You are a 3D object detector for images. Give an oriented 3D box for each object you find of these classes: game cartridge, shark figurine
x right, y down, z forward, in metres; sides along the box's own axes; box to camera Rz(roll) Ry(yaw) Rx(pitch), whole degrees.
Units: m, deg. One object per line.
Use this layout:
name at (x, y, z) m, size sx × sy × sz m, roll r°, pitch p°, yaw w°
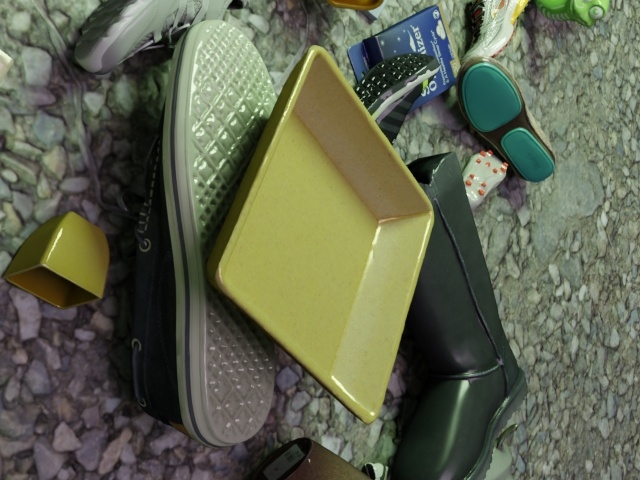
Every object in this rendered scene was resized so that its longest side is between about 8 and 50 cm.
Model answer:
game cartridge at (0.071, -0.387, 1.336) m, size 0.083 × 0.017 × 0.056 m, roll 44°, pitch 64°, yaw -33°
shark figurine at (0.267, 0.407, 1.382) m, size 0.116 × 0.166 × 0.278 m, roll 48°, pitch 46°, yaw 9°

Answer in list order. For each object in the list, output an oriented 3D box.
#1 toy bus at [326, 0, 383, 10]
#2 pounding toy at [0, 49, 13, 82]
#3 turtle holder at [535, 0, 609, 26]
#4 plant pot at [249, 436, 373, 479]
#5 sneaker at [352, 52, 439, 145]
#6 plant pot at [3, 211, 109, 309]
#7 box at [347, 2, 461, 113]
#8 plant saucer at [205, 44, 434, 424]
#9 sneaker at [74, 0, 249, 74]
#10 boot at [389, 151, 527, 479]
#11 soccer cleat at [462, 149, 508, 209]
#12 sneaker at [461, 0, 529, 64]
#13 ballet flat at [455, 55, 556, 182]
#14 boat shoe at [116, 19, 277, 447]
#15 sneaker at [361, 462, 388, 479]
toy bus at (0.042, -0.423, 1.246) m, size 0.202 × 0.191 × 0.104 m, roll -39°, pitch 158°, yaw -37°
pounding toy at (-0.408, -0.204, 0.817) m, size 0.206 × 0.094 × 0.181 m, roll 40°, pitch 62°, yaw -36°
turtle holder at (0.486, -0.570, 1.592) m, size 0.320 × 0.227 × 0.243 m, roll -51°, pitch 122°, yaw -33°
plant pot at (0.012, 0.385, 1.148) m, size 0.215 × 0.215 × 0.230 m, roll -43°, pitch 103°, yaw -36°
sneaker at (0.090, -0.193, 1.300) m, size 0.235 × 0.084 × 0.097 m, roll -40°, pitch 133°, yaw -16°
plant pot at (-0.282, 0.017, 0.945) m, size 0.081 × 0.081 × 0.083 m, roll 36°, pitch 53°, yaw -37°
box at (0.144, -0.286, 1.390) m, size 0.225 × 0.036 × 0.136 m, roll -35°, pitch 112°, yaw -37°
plant saucer at (0.000, 0.000, 1.020) m, size 0.333 × 0.081 × 0.332 m, roll 49°, pitch 50°, yaw -40°
sneaker at (-0.173, -0.271, 1.036) m, size 0.281 × 0.105 × 0.115 m, roll -49°, pitch 121°, yaw -33°
boot at (0.158, 0.132, 1.308) m, size 0.367 × 0.146 × 0.445 m, roll -44°, pitch 122°, yaw -47°
soccer cleat at (0.268, -0.098, 1.491) m, size 0.068 × 0.076 × 0.196 m, roll 40°, pitch 37°, yaw 5°
sneaker at (0.293, -0.392, 1.515) m, size 0.093 × 0.088 × 0.225 m, roll 34°, pitch 65°, yaw -16°
ballet flat at (0.319, -0.226, 1.519) m, size 0.316 × 0.107 × 0.106 m, roll 49°, pitch 23°, yaw -39°
boat shoe at (-0.147, -0.013, 1.014) m, size 0.187 × 0.156 × 0.500 m, roll 6°, pitch 83°, yaw -52°
sneaker at (0.088, 0.395, 1.312) m, size 0.044 × 0.040 × 0.109 m, roll 6°, pitch 85°, yaw -46°
